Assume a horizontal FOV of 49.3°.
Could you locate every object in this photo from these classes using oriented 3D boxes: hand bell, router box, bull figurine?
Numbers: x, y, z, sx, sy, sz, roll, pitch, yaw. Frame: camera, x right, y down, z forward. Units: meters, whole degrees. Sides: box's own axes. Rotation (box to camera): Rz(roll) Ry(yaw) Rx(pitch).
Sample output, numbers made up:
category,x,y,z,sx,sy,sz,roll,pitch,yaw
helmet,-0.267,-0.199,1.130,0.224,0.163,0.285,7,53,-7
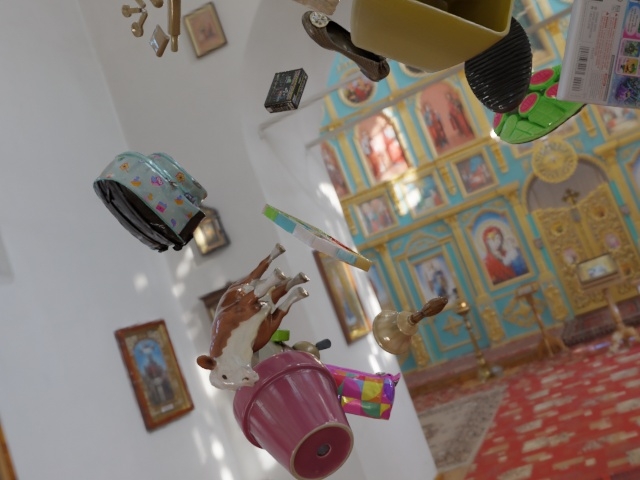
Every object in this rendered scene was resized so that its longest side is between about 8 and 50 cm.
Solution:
category,x,y,z,sx,sy,sz,roll,pitch,yaw
hand bell,0.247,0.197,1.778,0.126,0.126,0.242,-14,-17,-35
router box,-0.094,-0.410,1.913,0.092,0.122,0.038,-2,-31,33
bull figurine,-0.109,0.120,1.137,0.188,0.101,0.310,-44,15,7

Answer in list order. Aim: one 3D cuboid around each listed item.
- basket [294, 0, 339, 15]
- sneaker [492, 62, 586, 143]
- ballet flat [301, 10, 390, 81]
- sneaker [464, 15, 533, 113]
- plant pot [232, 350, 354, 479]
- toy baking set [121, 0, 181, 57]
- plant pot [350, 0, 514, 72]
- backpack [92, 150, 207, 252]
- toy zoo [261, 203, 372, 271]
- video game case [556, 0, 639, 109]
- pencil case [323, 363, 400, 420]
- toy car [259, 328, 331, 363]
category,x,y,z,sx,sy,sz,roll,pitch,yaw
basket,-0.050,-0.845,1.937,0.331,0.266,0.328,18,-61,-25
sneaker,0.680,-0.401,1.835,0.483,0.185,0.202,-35,-30,17
ballet flat,0.066,-0.467,1.658,0.058,0.250,0.084,-29,32,56
sneaker,0.329,-0.345,1.290,0.122,0.330,0.146,-19,-36,22
plant pot,-0.037,0.331,1.279,0.201,0.201,0.180,-17,31,-22
toy baking set,-0.386,-0.546,1.570,0.030,0.197,0.256,-34,-35,-46
plant pot,0.151,-0.368,1.023,0.212,0.212,0.187,18,-20,-9
backpack,-0.317,-0.084,1.295,0.166,0.188,0.144,-4,52,54
toy zoo,0.000,0.000,1.693,0.192,0.030,0.293,25,5,-39
video game case,0.336,-0.223,0.751,0.143,0.157,0.019,4,12,-9
pencil case,0.048,0.310,1.474,0.236,0.104,0.104,6,-4,10
toy car,-0.059,0.311,1.864,0.188,0.155,0.149,3,-2,-24
